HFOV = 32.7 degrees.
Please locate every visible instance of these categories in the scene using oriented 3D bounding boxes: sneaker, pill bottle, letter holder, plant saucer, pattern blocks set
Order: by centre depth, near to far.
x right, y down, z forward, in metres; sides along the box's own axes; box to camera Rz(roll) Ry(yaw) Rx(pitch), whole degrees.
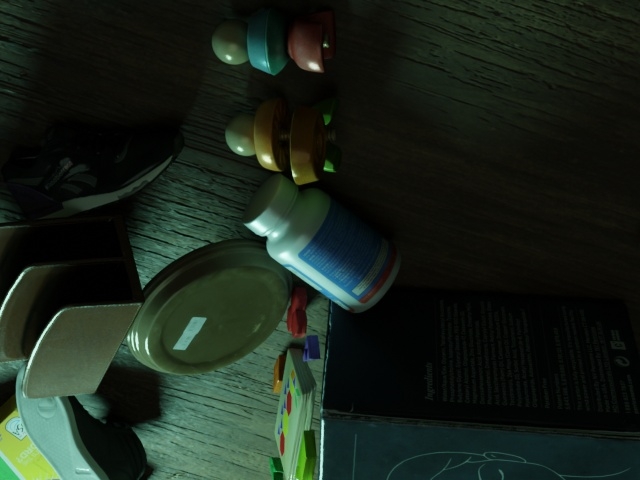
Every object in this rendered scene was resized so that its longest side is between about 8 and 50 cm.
[{"bbox_3d":[-0.334,-0.115,1.555,0.283,0.107,0.124,-21,117,20],"label":"sneaker"},{"bbox_3d":[0.000,0.000,1.596,0.221,0.124,0.124,37,122,-21],"label":"pill bottle"},{"bbox_3d":[-0.414,0.107,1.605,0.214,0.152,0.302,-4,150,-29],"label":"letter holder"},{"bbox_3d":[-0.161,0.112,1.662,0.278,0.041,0.278,-21,142,-18],"label":"plant saucer"},{"bbox_3d":[-0.039,0.270,1.711,0.026,0.285,0.325,4,123,-13],"label":"pattern blocks set"},{"bbox_3d":[-0.415,0.329,1.909,0.104,0.147,0.296,-34,87,25],"label":"sneaker"}]

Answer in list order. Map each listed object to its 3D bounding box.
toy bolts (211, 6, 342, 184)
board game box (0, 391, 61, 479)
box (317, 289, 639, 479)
[{"bbox_3d":[-0.068,-0.187,1.427,0.158,0.218,0.228,2,110,12],"label":"toy bolts"},{"bbox_3d":[-0.518,0.458,1.977,0.242,0.064,0.316,-44,116,4],"label":"board game box"},{"bbox_3d":[0.232,0.351,1.736,0.471,0.297,0.480,3,128,1],"label":"box"}]
